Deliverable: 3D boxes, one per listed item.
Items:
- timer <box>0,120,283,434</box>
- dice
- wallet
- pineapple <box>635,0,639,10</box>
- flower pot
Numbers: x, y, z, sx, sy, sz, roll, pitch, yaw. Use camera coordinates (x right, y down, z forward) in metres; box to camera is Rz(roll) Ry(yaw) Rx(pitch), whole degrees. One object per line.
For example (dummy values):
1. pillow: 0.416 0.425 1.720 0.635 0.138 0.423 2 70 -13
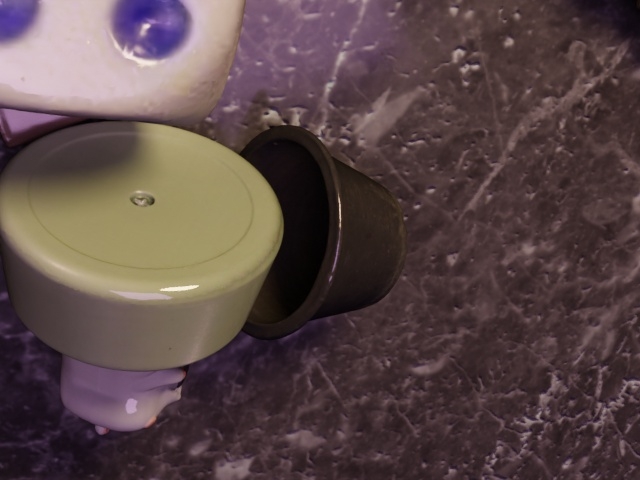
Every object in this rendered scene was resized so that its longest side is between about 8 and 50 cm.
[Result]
1. timer: -0.204 0.076 1.310 0.291 0.290 0.315 0 128 -16
2. dice: -0.246 -0.270 1.133 0.304 0.277 0.304 3 95 -23
3. wallet: -0.285 -0.176 1.301 0.153 0.039 0.117 -20 110 -12
4. pineapple: 0.427 -0.294 1.413 0.165 0.165 0.364 -44 121 2
5. flower pot: 0.000 0.000 1.362 0.148 0.235 0.235 9 106 -38
